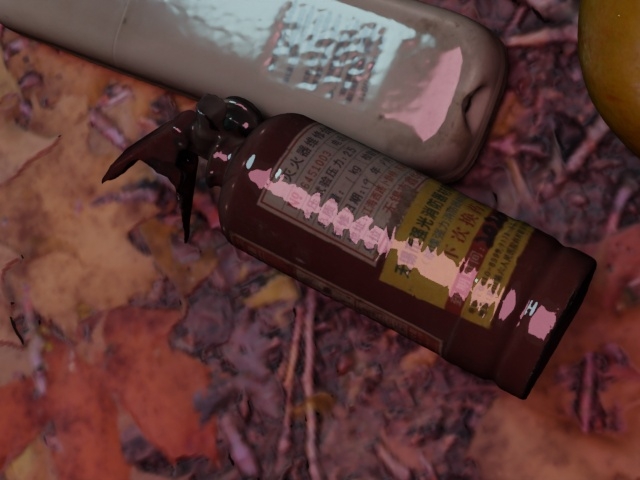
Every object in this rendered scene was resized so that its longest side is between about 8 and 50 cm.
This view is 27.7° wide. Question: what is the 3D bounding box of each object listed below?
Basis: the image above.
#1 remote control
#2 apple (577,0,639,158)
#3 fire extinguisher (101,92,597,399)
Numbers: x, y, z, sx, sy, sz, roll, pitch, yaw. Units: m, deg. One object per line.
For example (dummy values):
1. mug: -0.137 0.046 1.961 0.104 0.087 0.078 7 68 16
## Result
1. remote control: -0.052 -0.114 0.688 0.309 0.038 0.090 21 93 21
2. apple: 0.196 -0.089 0.524 0.182 0.155 0.182 18 122 33
3. fire extinguisher: -0.002 0.000 0.630 0.252 0.075 0.106 27 116 13
